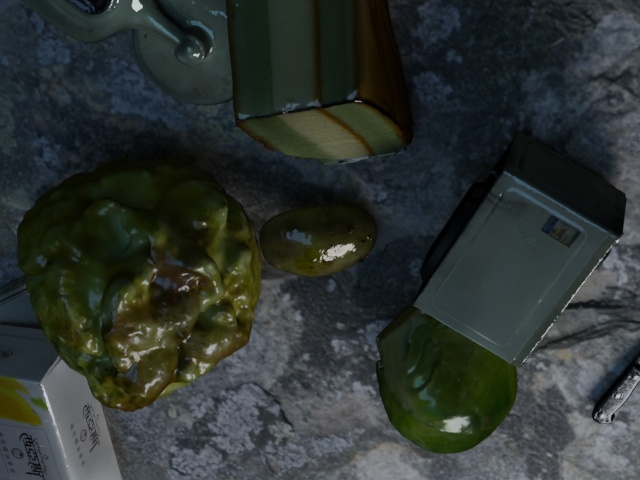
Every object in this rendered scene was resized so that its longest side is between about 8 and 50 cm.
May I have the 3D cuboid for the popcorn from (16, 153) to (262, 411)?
[{"bbox_3d":[-0.196,0.039,1.608,0.247,0.282,0.282,42,128,37],"label":"popcorn"}]

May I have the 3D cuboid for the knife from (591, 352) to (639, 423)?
[{"bbox_3d":[0.409,0.136,1.630,0.072,0.019,0.245,33,118,-4],"label":"knife"}]

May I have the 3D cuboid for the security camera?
[{"bbox_3d":[-0.202,-0.258,1.561,0.302,0.080,0.157,35,119,-7],"label":"security camera"}]

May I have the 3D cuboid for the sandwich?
[{"bbox_3d":[0.004,-0.205,1.511,0.155,0.227,0.198,-8,79,15],"label":"sandwich"}]

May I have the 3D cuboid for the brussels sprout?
[{"bbox_3d":[0.144,0.161,1.640,0.181,0.144,0.161,39,104,-8],"label":"brussels sprout"}]

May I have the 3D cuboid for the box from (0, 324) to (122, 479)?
[{"bbox_3d":[-0.387,0.240,1.821,0.195,0.111,0.260,4,122,23],"label":"box"}]

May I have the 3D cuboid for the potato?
[{"bbox_3d":[0.000,0.000,1.617,0.138,0.070,0.091,-12,140,-12],"label":"potato"}]

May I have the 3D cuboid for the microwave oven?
[{"bbox_3d":[0.220,0.007,1.551,0.163,0.129,0.205,32,120,0],"label":"microwave oven"}]

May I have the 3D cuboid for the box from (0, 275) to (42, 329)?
[{"bbox_3d":[-0.336,0.132,1.823,0.109,0.029,0.198,-24,109,24],"label":"box"}]
